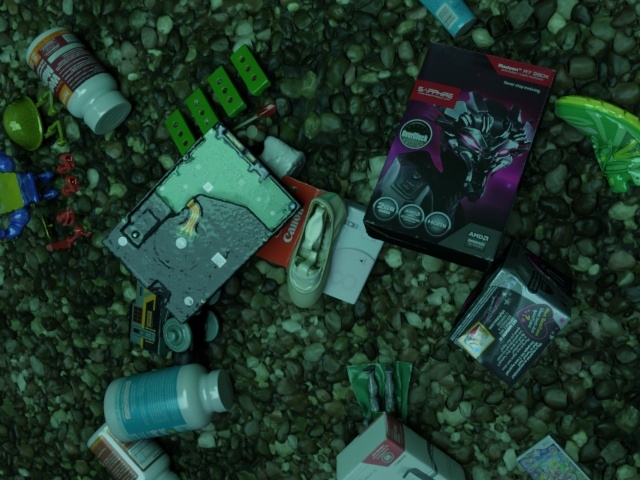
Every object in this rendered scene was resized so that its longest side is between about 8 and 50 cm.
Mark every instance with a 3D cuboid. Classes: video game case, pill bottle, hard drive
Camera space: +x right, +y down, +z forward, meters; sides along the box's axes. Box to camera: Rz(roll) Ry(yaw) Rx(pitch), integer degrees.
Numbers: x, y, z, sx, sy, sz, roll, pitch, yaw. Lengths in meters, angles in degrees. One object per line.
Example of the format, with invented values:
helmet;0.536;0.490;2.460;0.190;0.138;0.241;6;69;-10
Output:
video game case;0.460;0.453;1.442;0.122;0.011;0.087;47;111;6
pill bottle;-0.331;0.355;1.620;0.264;0.146;0.146;-13;96;13
hard drive;-0.230;-0.034;1.434;0.237;0.064;0.339;45;99;0
pill bottle;-0.518;-0.342;1.574;0.121;0.121;0.221;-44;84;21
pill bottle;-0.431;0.513;1.708;0.216;0.121;0.121;46;111;6

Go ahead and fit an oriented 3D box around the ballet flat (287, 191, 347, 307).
ballet flat;-0.018;0.024;1.410;0.086;0.086;0.248;20;107;15

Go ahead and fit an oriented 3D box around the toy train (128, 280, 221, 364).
toy train;-0.320;0.099;1.588;0.190;0.142;0.334;13;104;26

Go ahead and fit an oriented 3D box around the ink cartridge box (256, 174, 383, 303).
ink cartridge box;0.000;0.000;1.458;0.232;0.066;0.189;20;108;-10

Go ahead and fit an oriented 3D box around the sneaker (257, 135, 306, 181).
sneaker;-0.133;-0.114;1.510;0.115;0.090;0.232;41;102;15

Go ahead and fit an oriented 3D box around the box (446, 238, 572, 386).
box;0.344;0.119;1.291;0.142;0.247;0.163;37;110;8

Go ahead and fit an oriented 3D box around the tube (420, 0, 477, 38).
tube;0.202;-0.465;1.339;0.080;0.052;0.207;-39;81;17

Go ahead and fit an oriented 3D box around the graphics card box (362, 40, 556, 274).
graphics card box;0.243;-0.150;1.272;0.232;0.094;0.371;19;77;15

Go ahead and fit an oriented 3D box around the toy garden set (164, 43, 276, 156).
toy garden set;-0.185;-0.243;1.497;0.244;0.049;0.204;-39;66;18

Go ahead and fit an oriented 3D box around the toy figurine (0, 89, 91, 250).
toy figurine;-0.675;-0.136;1.588;0.191;0.217;0.363;-5;100;44

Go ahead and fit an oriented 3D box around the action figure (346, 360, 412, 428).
action figure;0.133;0.371;1.518;0.137;0.063;0.232;-4;102;17

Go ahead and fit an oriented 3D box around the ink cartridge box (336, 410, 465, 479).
ink cartridge box;0.162;0.474;1.470;0.218;0.092;0.158;36;110;-15

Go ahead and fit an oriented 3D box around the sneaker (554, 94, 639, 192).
sneaker;0.520;-0.148;1.252;0.295;0.109;0.123;37;106;9
